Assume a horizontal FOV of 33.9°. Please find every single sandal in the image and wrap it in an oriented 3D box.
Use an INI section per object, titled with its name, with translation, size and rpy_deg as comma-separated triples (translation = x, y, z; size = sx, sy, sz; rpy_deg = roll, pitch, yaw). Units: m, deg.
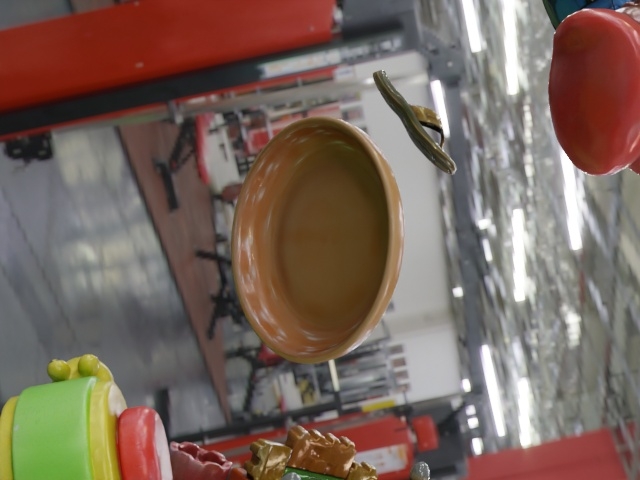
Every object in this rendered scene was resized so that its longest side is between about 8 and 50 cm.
[sandal]
translation = 0.139, -0.171, 1.468
size = 0.180, 0.049, 0.072
rpy_deg = 54, 0, 3

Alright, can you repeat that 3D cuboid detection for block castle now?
[block castle]
translation = 0.028, 0.388, 1.371
size = 0.303, 0.453, 0.212
rpy_deg = 19, -91, 57

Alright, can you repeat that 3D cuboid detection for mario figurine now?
[mario figurine]
translation = 0.316, -0.156, 0.841
size = 0.170, 0.320, 0.198
rpy_deg = 34, -20, 32

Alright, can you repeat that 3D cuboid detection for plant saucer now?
[plant saucer]
translation = 0.000, 0.000, 0.853
size = 0.200, 0.037, 0.199
rpy_deg = -6, -98, 49

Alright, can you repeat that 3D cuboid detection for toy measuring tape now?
[toy measuring tape]
translation = -0.138, 0.179, 0.577
size = 0.330, 0.121, 0.121
rpy_deg = -103, 180, -49

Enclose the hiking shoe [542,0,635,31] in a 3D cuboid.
[hiking shoe]
translation = 0.342, -0.201, 1.122
size = 0.304, 0.113, 0.132
rpy_deg = 52, 11, -17
